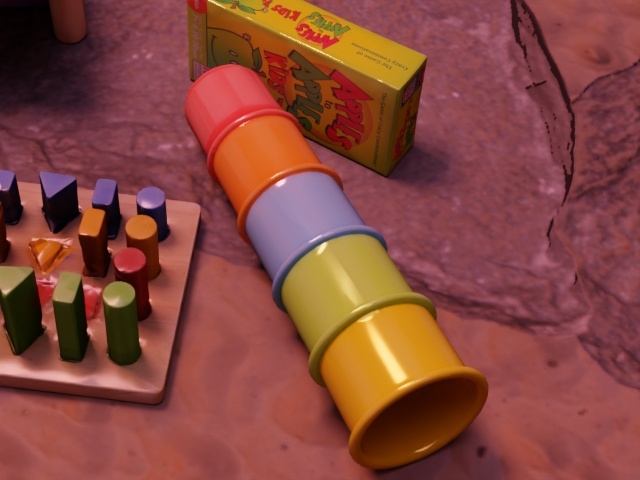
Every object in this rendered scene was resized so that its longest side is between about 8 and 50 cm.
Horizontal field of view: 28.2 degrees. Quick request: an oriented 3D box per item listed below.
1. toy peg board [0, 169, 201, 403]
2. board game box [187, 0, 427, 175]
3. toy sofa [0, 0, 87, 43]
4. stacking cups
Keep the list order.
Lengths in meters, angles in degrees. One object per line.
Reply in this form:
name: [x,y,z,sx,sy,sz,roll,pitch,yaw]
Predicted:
toy peg board: [-0.170,0.011,0.839,0.161,0.079,0.161,7,52,1]
board game box: [-0.014,-0.129,0.952,0.181,0.092,0.043,28,54,17]
toy sofa: [-0.364,-0.209,0.955,0.362,0.150,0.177,-4,57,-8]
stacking cups: [0.000,0.000,0.860,0.096,0.096,0.316,-16,51,-16]
